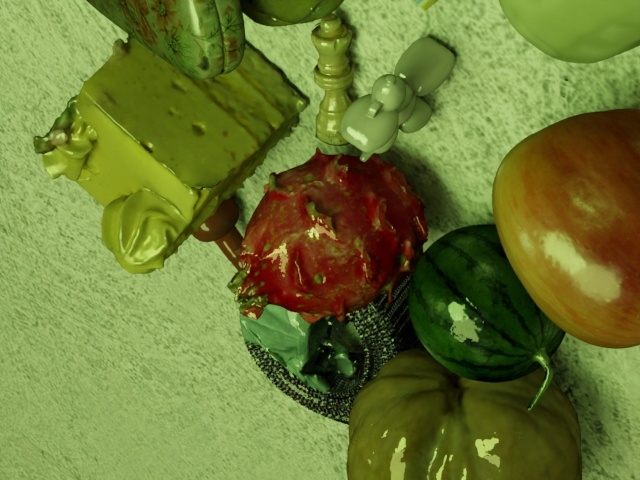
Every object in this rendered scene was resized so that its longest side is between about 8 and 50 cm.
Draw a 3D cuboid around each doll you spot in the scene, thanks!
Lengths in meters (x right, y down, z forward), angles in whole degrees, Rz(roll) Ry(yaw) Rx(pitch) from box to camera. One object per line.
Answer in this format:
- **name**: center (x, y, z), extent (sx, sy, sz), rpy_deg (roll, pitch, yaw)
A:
- **doll**: center (0.081, -0.152, 1.586), extent (0.059, 0.160, 0.161), rpy_deg (37, 147, 11)

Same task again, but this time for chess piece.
- **chess piece**: center (0.016, -0.196, 1.702), extent (0.060, 0.060, 0.172), rpy_deg (23, 138, 28)

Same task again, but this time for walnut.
- **walnut**: center (0.188, 0.296, 1.840), extent (0.306, 0.306, 0.344), rpy_deg (22, 148, 29)

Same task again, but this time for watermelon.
- **watermelon**: center (0.206, 0.080, 1.671), extent (0.214, 0.188, 0.188), rpy_deg (45, 152, 37)

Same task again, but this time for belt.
- **belt**: center (0.017, 0.118, 1.973), extent (0.260, 0.122, 0.325), rpy_deg (28, 142, 15)

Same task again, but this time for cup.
- **cup**: center (0.232, -0.266, 1.244), extent (0.255, 0.173, 0.202), rpy_deg (11, 164, -30)

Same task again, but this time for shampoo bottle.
- **shampoo bottle**: center (-0.168, -0.057, 2.011), extent (0.244, 0.085, 0.085), rpy_deg (54, 145, -13)

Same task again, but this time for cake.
- **cake**: center (-0.204, -0.119, 1.800), extent (0.227, 0.286, 0.222), rpy_deg (42, 146, 3)

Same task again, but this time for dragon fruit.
- **dragon fruit**: center (0.000, 0.000, 1.734), extent (0.205, 0.268, 0.210), rpy_deg (62, -175, 23)

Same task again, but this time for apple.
- **apple**: center (0.300, -0.023, 1.435), extent (0.241, 0.242, 0.242), rpy_deg (53, 148, 15)

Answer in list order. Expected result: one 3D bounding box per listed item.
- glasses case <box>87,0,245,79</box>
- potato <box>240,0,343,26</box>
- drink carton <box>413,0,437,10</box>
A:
- **glasses case**: center (-0.210, -0.314, 1.665), extent (0.425, 0.098, 0.157), rpy_deg (39, 145, 50)
- **potato**: center (-0.030, -0.326, 1.531), extent (0.169, 0.143, 0.248), rpy_deg (53, 149, 12)
- **drink carton**: center (0.145, -0.313, 1.421), extent (0.074, 0.084, 0.200), rpy_deg (38, 146, -9)
